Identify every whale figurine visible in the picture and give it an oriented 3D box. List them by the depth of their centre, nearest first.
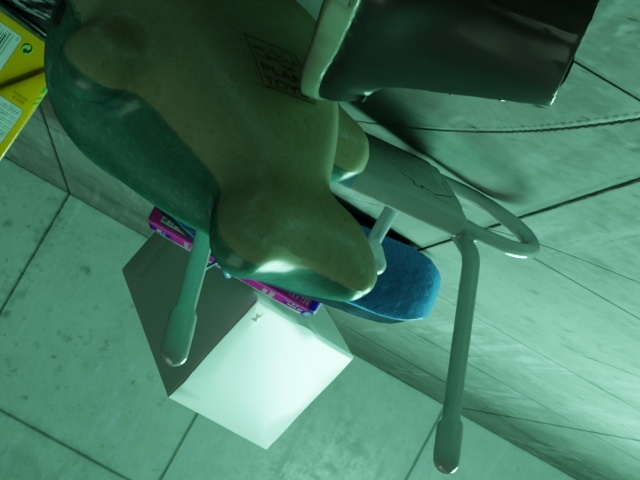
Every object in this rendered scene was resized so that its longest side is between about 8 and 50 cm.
[{"bbox_3d":[-0.067,-0.058,0.801,0.216,0.141,0.272,16,-144,-42],"label":"whale figurine"}]

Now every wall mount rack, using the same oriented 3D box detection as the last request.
[{"bbox_3d":[0.000,0.000,0.988,0.350,0.130,0.304,23,-161,-19],"label":"wall mount rack"}]

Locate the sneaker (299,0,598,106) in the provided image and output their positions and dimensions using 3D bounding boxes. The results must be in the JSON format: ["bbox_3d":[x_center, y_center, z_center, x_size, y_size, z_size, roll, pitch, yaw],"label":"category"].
[{"bbox_3d":[0.059,-0.095,0.687,0.118,0.083,0.222,24,175,0],"label":"sneaker"}]

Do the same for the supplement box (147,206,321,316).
[{"bbox_3d":[-0.079,-0.012,1.607,0.220,0.114,0.111,31,173,-2],"label":"supplement box"}]

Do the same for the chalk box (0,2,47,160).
[{"bbox_3d":[-0.414,-0.185,1.363,0.180,0.179,0.289,36,176,-38],"label":"chalk box"}]

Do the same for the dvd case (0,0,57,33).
[{"bbox_3d":[-0.242,-0.212,1.242,0.221,0.018,0.164,23,171,38],"label":"dvd case"}]

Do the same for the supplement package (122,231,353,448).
[{"bbox_3d":[-0.117,0.094,1.816,0.177,0.175,0.293,35,-166,-34],"label":"supplement package"}]

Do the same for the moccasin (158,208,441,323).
[{"bbox_3d":[-0.040,0.007,1.482,0.342,0.138,0.117,32,168,-15],"label":"moccasin"}]
